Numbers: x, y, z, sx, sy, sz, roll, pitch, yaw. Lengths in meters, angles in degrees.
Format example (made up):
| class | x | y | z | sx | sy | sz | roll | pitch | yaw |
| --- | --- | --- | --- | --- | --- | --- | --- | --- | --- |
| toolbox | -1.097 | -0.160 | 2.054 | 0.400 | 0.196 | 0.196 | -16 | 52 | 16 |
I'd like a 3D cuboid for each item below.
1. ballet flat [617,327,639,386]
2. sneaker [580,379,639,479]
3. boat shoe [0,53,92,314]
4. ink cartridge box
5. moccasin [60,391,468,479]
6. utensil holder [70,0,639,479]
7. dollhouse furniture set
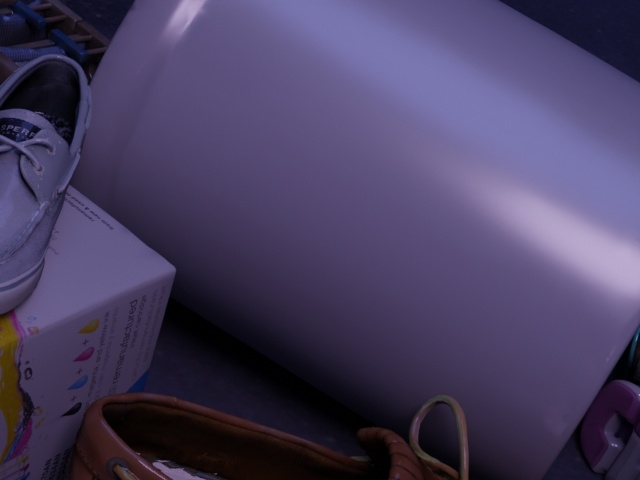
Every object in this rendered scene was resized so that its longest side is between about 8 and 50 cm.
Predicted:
| class | x | y | z | sx | sy | sz | roll | pitch | yaw |
| --- | --- | --- | --- | --- | --- | --- | --- | --- | --- |
| ballet flat | 0.278 | 0.096 | 1.145 | 0.070 | 0.070 | 0.188 | 26 | 3 | 10 |
| sneaker | 0.299 | 0.194 | 1.049 | 0.104 | 0.095 | 0.236 | 6 | 33 | -34 |
| boat shoe | -0.185 | -0.043 | 0.829 | 0.079 | 0.081 | 0.227 | 16 | 32 | -5 |
| ink cartridge box | -0.240 | 0.072 | 0.865 | 0.168 | 0.171 | 0.232 | 36 | 36 | 24 |
| moccasin | 0.031 | 0.177 | 0.873 | 0.380 | 0.147 | 0.139 | 19 | 32 | -3 |
| utensil holder | 0.062 | -0.038 | 1.038 | 0.385 | 0.328 | 0.327 | 31 | 34 | 11 |
| dollhouse furniture set | -0.254 | -0.213 | 1.269 | 0.129 | 0.184 | 0.129 | 38 | 37 | 26 |
